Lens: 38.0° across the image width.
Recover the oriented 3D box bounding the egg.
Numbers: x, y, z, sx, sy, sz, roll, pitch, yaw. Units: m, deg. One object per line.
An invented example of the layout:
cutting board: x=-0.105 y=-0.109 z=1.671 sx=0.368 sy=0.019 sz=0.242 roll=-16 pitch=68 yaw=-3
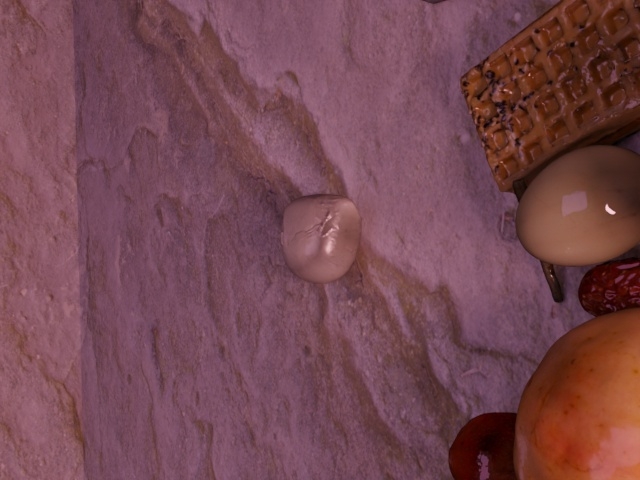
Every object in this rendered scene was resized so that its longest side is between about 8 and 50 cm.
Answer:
egg: x=0.428 y=-0.052 z=1.500 sx=0.242 sy=0.186 sz=0.185 roll=-29 pitch=65 yaw=26

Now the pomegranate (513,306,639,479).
pomegranate: x=0.465 y=0.284 z=1.301 sx=0.412 sy=0.412 sz=0.411 roll=-5 pitch=83 yaw=48

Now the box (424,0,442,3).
box: x=0.326 y=-0.570 z=1.766 sx=0.325 sy=0.047 sz=0.180 roll=0 pitch=87 yaw=48

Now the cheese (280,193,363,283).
cheese: x=0.000 y=0.000 z=2.008 sx=0.198 sy=0.154 sz=0.189 roll=-4 pitch=66 yaw=53

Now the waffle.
waffle: x=0.427 y=-0.261 z=1.584 sx=0.376 sy=0.114 sz=0.260 roll=-36 pitch=64 yaw=41

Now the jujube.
jujube: x=0.498 y=0.083 z=1.476 sx=0.176 sy=0.109 sz=0.112 roll=-3 pitch=69 yaw=47

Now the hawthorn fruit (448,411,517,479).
hawthorn fruit: x=0.308 y=0.388 z=1.627 sx=0.200 sy=0.179 sz=0.179 roll=162 pitch=107 yaw=-64

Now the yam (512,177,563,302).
yam: x=0.378 y=0.002 z=1.614 sx=0.029 sy=0.027 sz=0.234 roll=-17 pitch=101 yaw=17
